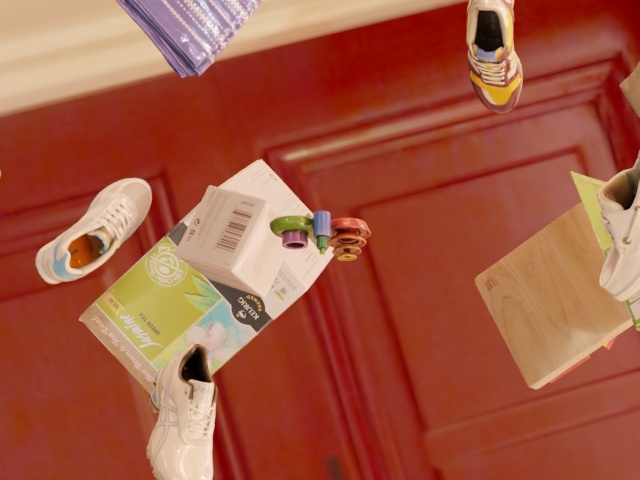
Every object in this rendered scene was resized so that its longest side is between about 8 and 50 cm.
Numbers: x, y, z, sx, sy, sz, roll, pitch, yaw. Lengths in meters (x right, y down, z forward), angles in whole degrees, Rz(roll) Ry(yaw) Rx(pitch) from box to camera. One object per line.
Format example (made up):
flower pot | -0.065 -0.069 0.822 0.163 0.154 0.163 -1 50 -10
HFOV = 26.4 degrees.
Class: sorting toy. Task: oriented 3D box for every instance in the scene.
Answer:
sorting toy | 0.449 0.109 2.488 0.089 0.255 0.257 32 27 -47
sorting toy | 0.000 0.000 1.359 0.061 0.102 0.042 96 -6 -72

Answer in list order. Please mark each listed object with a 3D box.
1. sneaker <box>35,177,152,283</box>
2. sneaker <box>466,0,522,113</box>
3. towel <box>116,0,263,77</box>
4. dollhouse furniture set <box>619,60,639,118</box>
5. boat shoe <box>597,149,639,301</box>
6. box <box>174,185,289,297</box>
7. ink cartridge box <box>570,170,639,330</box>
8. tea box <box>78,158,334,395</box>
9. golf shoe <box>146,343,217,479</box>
sneaker | -0.336 -0.014 2.133 0.092 0.228 0.087 -6 -54 52
sneaker | 0.207 -0.225 1.669 0.084 0.070 0.185 -66 150 -51
towel | -0.186 -0.405 1.959 0.040 0.336 0.243 -26 -68 43
dollhouse furniture set | 0.526 -0.221 1.838 0.183 0.129 0.129 -56 -130 47
boat shoe | 0.372 -0.044 1.610 0.098 0.096 0.277 -79 -176 -49
box | -0.103 0.001 1.690 0.102 0.101 0.087 16 -16 36
ink cartridge box | 0.475 0.002 1.910 0.097 0.189 0.255 -37 -121 33
tea box | -0.174 0.067 2.271 0.220 0.323 0.329 47 15 -1
golf shoe | -0.138 0.185 1.422 0.086 0.069 0.176 -56 -146 38
